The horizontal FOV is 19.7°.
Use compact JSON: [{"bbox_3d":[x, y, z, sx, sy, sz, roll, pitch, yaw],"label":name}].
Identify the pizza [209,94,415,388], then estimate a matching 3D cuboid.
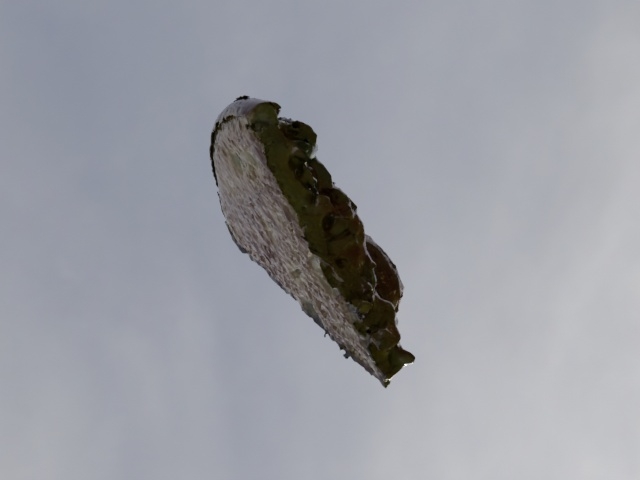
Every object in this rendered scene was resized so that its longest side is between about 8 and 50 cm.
[{"bbox_3d":[0.000,0.000,1.122,0.053,0.201,0.193,-33,-94,-15],"label":"pizza"}]
